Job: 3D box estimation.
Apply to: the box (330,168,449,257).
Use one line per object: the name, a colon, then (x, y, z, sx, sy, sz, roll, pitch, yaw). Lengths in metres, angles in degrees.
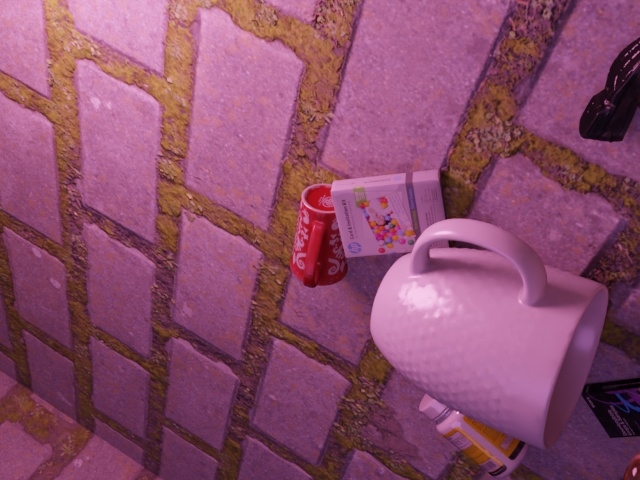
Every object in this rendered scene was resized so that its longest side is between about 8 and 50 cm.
box: (0.123, -0.045, 1.315, 0.186, 0.038, 0.145, -4, 125, 14)

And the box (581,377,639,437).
box: (0.564, 0.298, 1.347, 0.162, 0.029, 0.116, -20, 112, 46)

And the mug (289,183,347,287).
mug: (0.009, -0.002, 1.416, 0.113, 0.150, 0.169, -6, 131, -15)

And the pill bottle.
pill bottle: (0.310, 0.369, 1.529, 0.208, 0.119, 0.119, 40, 139, 0)

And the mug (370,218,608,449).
mug: (0.256, 0.116, 1.222, 0.328, 0.276, 0.374, 19, 142, 29)

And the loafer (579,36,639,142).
loafer: (0.410, -0.200, 1.007, 0.061, 0.062, 0.170, 15, 141, -5)

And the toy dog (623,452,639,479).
toy dog: (0.549, 0.239, 1.017, 0.285, 0.408, 0.395, 29, 138, 13)
